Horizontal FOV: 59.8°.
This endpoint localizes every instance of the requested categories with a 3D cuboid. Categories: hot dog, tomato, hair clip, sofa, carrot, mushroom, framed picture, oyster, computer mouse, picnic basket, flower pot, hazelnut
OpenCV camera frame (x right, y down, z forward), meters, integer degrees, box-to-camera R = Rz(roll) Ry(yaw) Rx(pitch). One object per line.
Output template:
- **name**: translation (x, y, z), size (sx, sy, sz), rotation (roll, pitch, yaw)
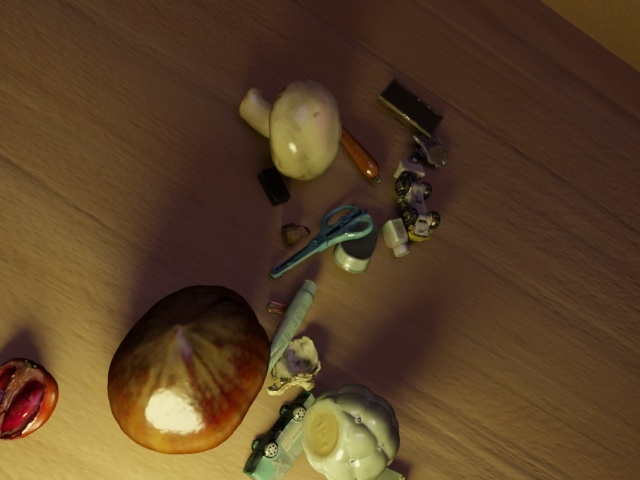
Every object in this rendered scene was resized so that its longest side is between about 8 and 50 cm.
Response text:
- **hot dog**: translation (-0.119, 0.199, 1.628), size (0.083, 0.021, 0.037), rotation (18, 72, -16)
- **tomato**: translation (-0.675, 0.368, 1.271), size (0.189, 0.099, 0.173), rotation (17, 71, 29)
- **hair clip**: translation (0.408, -0.338, 2.080), size (0.187, 0.056, 0.146), rotation (-28, 87, -34)
- **sofa**: translation (-0.148, -0.173, 1.772), size (0.060, 0.039, 0.118), rotation (-22, 78, -29)
- **carrot**: translation (0.111, -0.330, 1.943), size (0.069, 0.069, 0.336), rotation (-30, 79, -31)
- **mushroom**: translation (-0.061, -0.376, 1.757), size (0.315, 0.315, 0.356), rotation (-15, 74, -28)
- **framed picture**: translation (0.350, -0.508, 2.122), size (0.250, 0.016, 0.184), rotation (37, 44, -2)
- **oyster**: translation (-0.083, 0.357, 1.548), size (0.191, 0.081, 0.163), rotation (-30, 55, -34)
- **computer mouse**: translation (0.112, 0.015, 1.781), size (0.128, 0.079, 0.231), rotation (27, 45, -1)
- **picnic basket**: translation (-0.074, -0.023, 1.718), size (0.083, 0.072, 0.072), rotation (-14, 73, -23)
- **flower pot**: translation (0.071, 0.482, 1.387), size (0.195, 0.246, 0.246), rotation (20, 58, -41)
- **hazelnut**: translation (-0.301, 0.298, 1.320), size (0.359, 0.359, 0.409), rotation (33, 66, -7)

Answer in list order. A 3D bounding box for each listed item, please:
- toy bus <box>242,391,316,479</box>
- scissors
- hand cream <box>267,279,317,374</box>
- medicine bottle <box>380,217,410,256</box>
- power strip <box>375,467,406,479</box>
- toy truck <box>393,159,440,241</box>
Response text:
- **toy bus**: translation (-0.091, 0.520, 1.460), size (0.109, 0.091, 0.261), rotation (50, 59, -9)
- **scissors**: translation (0.000, -0.001, 1.720), size (0.393, 0.180, 0.032), rotation (-34, 128, -22)
- **hand cream**: translation (-0.090, 0.246, 1.558), size (0.058, 0.085, 0.331), rotation (18, 49, 11)
- **medicine bottle**: translation (0.253, -0.008, 1.850), size (0.055, 0.074, 0.118), rotation (-11, 72, -28)
- **power strip**: translation (0.117, 0.664, 1.497), size (0.216, 0.061, 0.145), rotation (27, 59, -10)
- **toy truck**: translation (0.316, -0.134, 1.914), size (0.136, 0.111, 0.285), rotation (9, 62, -31)
